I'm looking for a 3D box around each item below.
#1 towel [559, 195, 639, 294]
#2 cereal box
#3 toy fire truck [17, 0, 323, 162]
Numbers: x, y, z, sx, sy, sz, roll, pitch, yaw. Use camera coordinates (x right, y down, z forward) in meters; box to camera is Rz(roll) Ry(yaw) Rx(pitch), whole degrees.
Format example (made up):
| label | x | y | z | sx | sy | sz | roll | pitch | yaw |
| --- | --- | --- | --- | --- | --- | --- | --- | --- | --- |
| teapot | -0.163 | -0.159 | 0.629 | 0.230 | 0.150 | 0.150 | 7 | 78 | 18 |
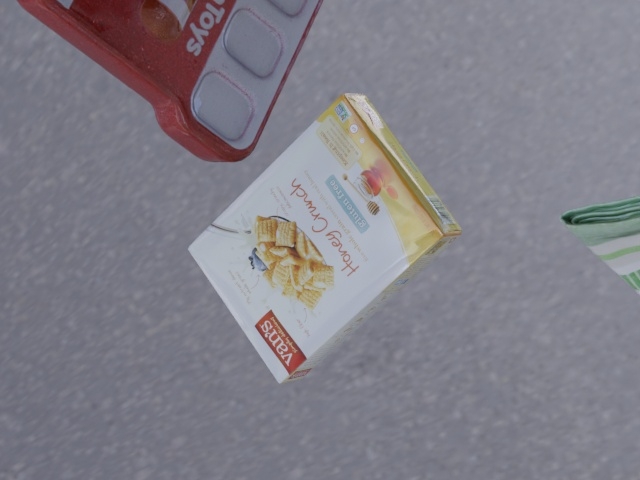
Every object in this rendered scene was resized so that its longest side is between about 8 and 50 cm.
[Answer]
| label | x | y | z | sx | sy | sz | roll | pitch | yaw |
| --- | --- | --- | --- | --- | --- | --- | --- | --- | --- |
| towel | 0.396 | 0.032 | 1.539 | 0.325 | 0.248 | 0.038 | 37 | 51 | -49 |
| cereal box | 0.000 | 0.000 | 1.640 | 0.173 | 0.240 | 0.047 | 54 | 27 | 17 |
| toy fire truck | -0.089 | -0.238 | 1.213 | 0.254 | 0.169 | 0.302 | 38 | 65 | -34 |
